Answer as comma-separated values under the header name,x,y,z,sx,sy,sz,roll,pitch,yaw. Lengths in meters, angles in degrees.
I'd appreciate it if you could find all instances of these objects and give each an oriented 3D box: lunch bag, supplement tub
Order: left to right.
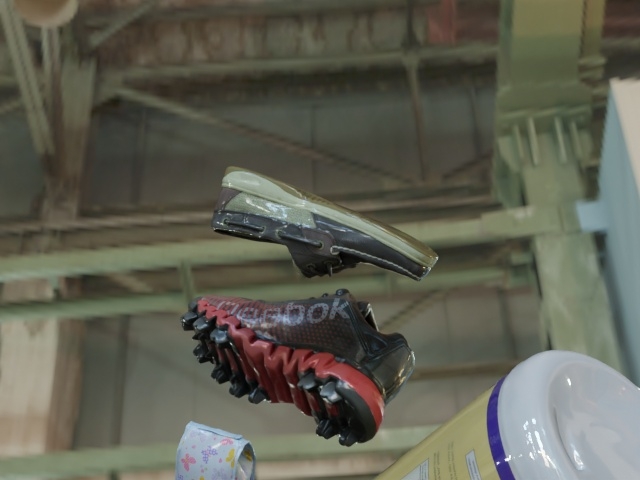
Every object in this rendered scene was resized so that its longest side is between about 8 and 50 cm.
name,x,y,z,sx,sy,sz,roll,pitch,yaw
lunch bag,-0.101,0.223,1.432,0.071,0.053,0.083,11,-73,24
supplement tub,0.164,0.281,1.340,0.241,0.241,0.331,28,-53,-28

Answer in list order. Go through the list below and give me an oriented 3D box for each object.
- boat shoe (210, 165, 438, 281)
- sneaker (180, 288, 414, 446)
name,x,y,z,sx,sy,sz,roll,pitch,yaw
boat shoe,-0.001,0.000,1.325,0.223,0.073,0.080,23,1,24
sneaker,-0.019,0.104,1.455,0.276,0.135,0.097,20,-40,41
